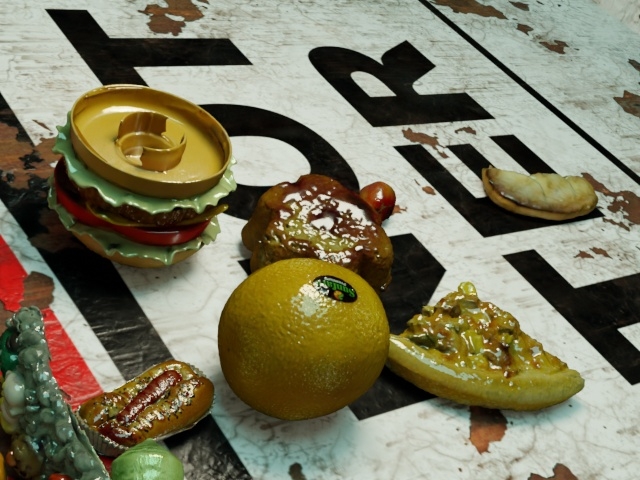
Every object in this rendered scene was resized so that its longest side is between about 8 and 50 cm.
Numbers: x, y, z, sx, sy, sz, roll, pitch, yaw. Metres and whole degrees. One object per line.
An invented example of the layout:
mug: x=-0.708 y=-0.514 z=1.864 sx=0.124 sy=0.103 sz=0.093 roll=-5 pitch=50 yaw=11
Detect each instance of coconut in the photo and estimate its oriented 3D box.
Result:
coconut: x=-0.201 y=0.276 z=1.155 sx=0.088 sy=0.088 sz=0.096 roll=10 pitch=57 yaw=-18

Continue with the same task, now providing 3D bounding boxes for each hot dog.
hot dog: x=-0.217 y=0.211 z=1.264 sx=0.108 sy=0.059 sz=0.191 roll=35 pitch=38 yaw=25

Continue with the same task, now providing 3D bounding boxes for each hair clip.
hair clip: x=-0.319 y=0.219 z=1.131 sx=0.091 sy=0.138 sz=0.321 roll=-14 pitch=47 yaw=-27

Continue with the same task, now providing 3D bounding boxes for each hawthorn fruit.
hawthorn fruit: x=0.104 y=-0.069 z=1.818 sx=0.077 sy=0.077 sz=0.077 roll=15 pitch=35 yaw=-11

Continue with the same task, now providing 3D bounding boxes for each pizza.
pizza: x=0.251 y=0.192 z=1.536 sx=0.268 sy=0.087 sz=0.258 roll=39 pitch=40 yaw=19

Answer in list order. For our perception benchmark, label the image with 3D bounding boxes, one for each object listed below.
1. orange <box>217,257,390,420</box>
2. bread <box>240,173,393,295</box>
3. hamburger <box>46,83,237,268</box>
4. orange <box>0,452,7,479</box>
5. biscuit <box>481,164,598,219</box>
orange: x=-0.024 y=0.131 z=1.339 sx=0.236 sy=0.236 sz=0.236 roll=15 pitch=35 yaw=-11
bread: x=-0.003 y=0.009 z=1.591 sx=0.247 sy=0.135 sz=0.232 roll=41 pitch=51 yaw=21
hamburger: x=-0.270 y=-0.081 z=1.491 sx=0.275 sy=0.212 sz=0.274 roll=13 pitch=38 yaw=-11
orange: x=-0.384 y=0.257 z=1.083 sx=0.084 sy=0.083 sz=0.083 roll=15 pitch=35 yaw=-11
biscuit: x=0.471 y=-0.095 z=2.081 sx=0.299 sy=0.045 sz=0.154 roll=3 pitch=37 yaw=-27
